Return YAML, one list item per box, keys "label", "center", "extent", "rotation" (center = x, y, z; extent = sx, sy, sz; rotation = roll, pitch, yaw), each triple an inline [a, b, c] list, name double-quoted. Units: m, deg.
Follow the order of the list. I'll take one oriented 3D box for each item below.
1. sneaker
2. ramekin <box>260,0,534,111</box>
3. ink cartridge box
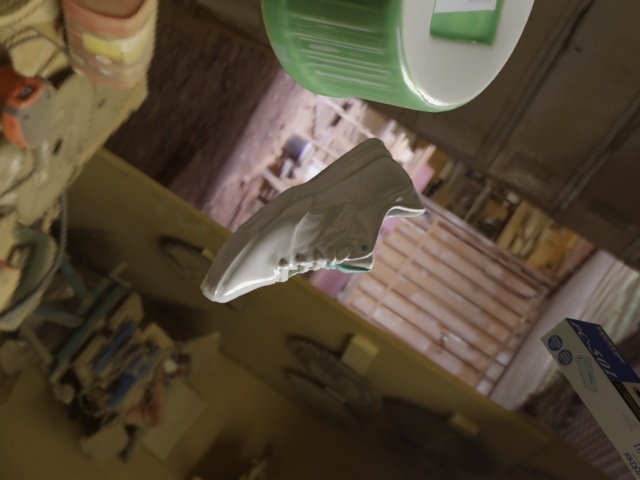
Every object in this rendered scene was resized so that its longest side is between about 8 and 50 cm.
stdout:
- label: "sneaker"
  center: [0.000, 0.000, 0.815]
  extent: [0.212, 0.094, 0.080]
  rotation: [-36, 171, -19]
- label: "ramekin"
  center: [0.094, -0.273, 0.941]
  extent: [0.303, 0.148, 0.303]
  rotation: [-31, 132, -41]
- label: "ink cartridge box"
  center: [0.350, 0.188, 1.123]
  extent: [0.097, 0.207, 0.046]
  rotation: [13, 128, -48]
